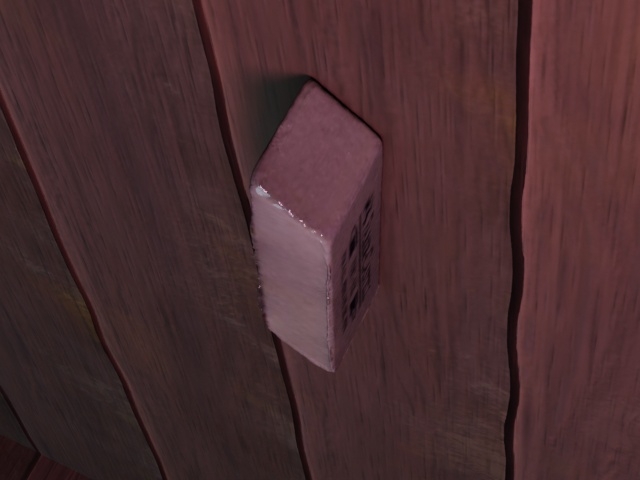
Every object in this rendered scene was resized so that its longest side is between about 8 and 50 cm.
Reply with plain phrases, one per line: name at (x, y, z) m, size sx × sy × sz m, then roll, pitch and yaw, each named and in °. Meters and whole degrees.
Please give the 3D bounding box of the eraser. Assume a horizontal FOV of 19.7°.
eraser at (0.001, 0.000, 1.618) m, size 0.077 × 0.111 × 0.352 m, roll 25°, pitch 158°, yaw 13°
